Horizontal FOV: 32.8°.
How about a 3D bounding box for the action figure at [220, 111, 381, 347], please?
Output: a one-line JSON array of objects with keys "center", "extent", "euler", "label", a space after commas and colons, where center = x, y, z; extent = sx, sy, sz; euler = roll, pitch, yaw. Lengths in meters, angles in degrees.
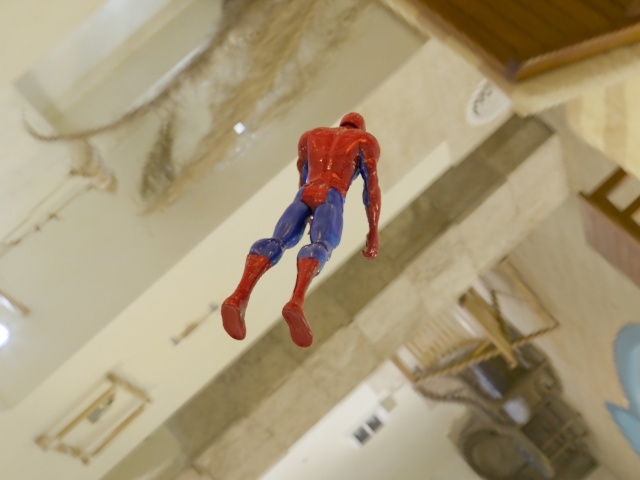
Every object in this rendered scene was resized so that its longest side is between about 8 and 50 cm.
[{"center": [0.000, 0.000, 0.992], "extent": [0.092, 0.280, 0.139], "euler": [6, 137, 18], "label": "action figure"}]
